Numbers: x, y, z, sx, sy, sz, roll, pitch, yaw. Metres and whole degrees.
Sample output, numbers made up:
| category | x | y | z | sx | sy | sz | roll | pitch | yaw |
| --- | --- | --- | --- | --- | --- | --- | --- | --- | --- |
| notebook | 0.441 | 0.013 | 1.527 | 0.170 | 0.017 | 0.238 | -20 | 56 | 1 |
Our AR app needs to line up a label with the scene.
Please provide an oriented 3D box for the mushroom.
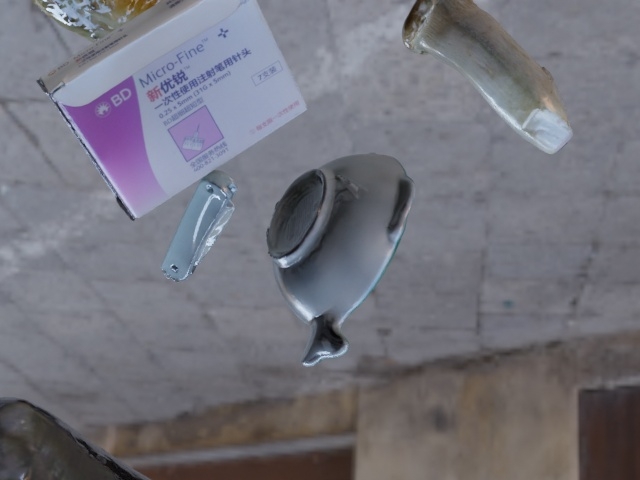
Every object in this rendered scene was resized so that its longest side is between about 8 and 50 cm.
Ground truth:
| category | x | y | z | sx | sy | sz | roll | pitch | yaw |
| --- | --- | --- | --- | --- | --- | --- | --- | --- | --- |
| mushroom | 0.170 | -0.172 | 1.261 | 0.209 | 0.084 | 0.071 | 46 | 180 | 13 |

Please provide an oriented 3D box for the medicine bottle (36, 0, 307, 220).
| category | x | y | z | sx | sy | sz | roll | pitch | yaw |
| --- | --- | --- | --- | --- | --- | --- | --- | --- | --- |
| medicine bottle | -0.131 | -0.134 | 1.138 | 0.201 | 0.052 | 0.171 | -32 | 135 | -7 |

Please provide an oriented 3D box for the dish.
| category | x | y | z | sx | sy | sz | roll | pitch | yaw |
| --- | --- | --- | --- | --- | --- | --- | --- | --- | --- |
| dish | 0.000 | 0.000 | 1.302 | 0.078 | 0.246 | 0.224 | 27 | 150 | -26 |

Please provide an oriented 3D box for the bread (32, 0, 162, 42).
| category | x | y | z | sx | sy | sz | roll | pitch | yaw |
| --- | --- | --- | --- | --- | --- | --- | --- | --- | --- |
| bread | -0.221 | -0.376 | 1.453 | 0.306 | 0.305 | 0.159 | 18 | -167 | -40 |

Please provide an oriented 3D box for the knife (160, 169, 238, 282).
| category | x | y | z | sx | sy | sz | roll | pitch | yaw |
| --- | --- | --- | --- | --- | --- | --- | --- | --- | --- |
| knife | -0.118 | -0.011 | 1.237 | 0.044 | 0.023 | 0.162 | 34 | 137 | 2 |

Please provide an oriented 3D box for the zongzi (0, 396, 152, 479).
| category | x | y | z | sx | sy | sz | roll | pitch | yaw |
| --- | --- | --- | --- | --- | --- | --- | --- | --- | --- |
| zongzi | -0.115 | 0.362 | 0.755 | 0.403 | 0.432 | 0.208 | 30 | 141 | -22 |
